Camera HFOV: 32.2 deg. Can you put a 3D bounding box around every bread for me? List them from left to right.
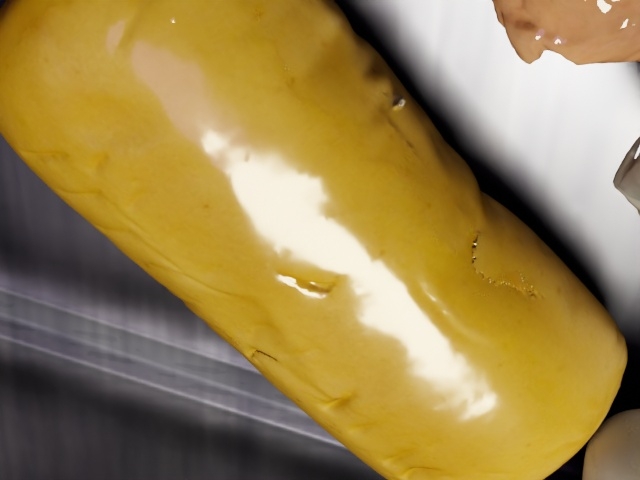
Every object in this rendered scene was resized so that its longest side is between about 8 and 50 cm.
[{"bbox_3d":[0.000,0.000,0.452,0.142,0.091,0.305,-31,115,35],"label":"bread"}]

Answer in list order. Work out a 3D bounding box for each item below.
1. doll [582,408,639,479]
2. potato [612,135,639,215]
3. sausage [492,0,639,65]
[{"bbox_3d":[0.124,0.166,0.524,0.119,0.138,0.293,37,128,-6],"label":"doll"},{"bbox_3d":[0.278,0.000,0.397,0.189,0.211,0.264,-52,136,4],"label":"potato"},{"bbox_3d":[0.116,-0.174,0.296,0.086,0.086,0.289,15,128,-1],"label":"sausage"}]
